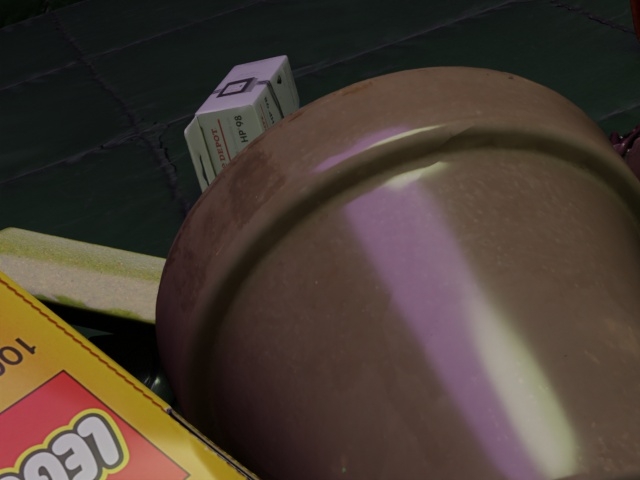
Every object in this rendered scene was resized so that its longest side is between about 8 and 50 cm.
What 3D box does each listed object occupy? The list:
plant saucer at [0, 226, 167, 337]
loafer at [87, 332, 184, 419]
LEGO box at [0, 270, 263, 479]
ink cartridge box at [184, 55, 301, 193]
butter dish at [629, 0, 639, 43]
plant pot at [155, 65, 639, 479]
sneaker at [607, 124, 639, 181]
[{"bbox_3d":[-0.132,0.036,0.945,0.188,0.045,0.188,12,-9,9],"label":"plant saucer"},{"bbox_3d":[-0.175,0.113,0.986,0.267,0.084,0.096,1,58,46],"label":"loafer"},{"bbox_3d":[-0.274,0.199,0.458,0.372,0.193,0.500,35,48,25],"label":"LEGO box"},{"bbox_3d":[-0.065,-0.095,1.348,0.060,0.104,0.180,-9,23,17],"label":"ink cartridge box"},{"bbox_3d":[0.376,-0.228,1.331,0.160,0.160,0.118,-13,45,10],"label":"butter dish"},{"bbox_3d":[0.074,0.083,0.659,0.263,0.263,0.229,-19,38,-6],"label":"plant pot"},{"bbox_3d":[0.231,-0.081,0.956,0.281,0.162,0.106,7,32,24],"label":"sneaker"}]
